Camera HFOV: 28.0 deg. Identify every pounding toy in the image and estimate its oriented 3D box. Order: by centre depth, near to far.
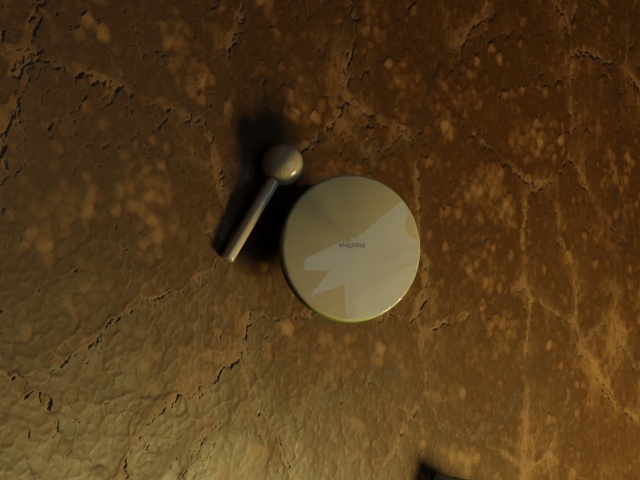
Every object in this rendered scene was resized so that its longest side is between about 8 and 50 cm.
[{"bbox_3d":[0.000,0.000,1.621,0.237,0.110,0.183,28,79,-14],"label":"pounding toy"}]

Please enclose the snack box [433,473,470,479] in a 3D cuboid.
[{"bbox_3d":[0.223,0.461,1.884,0.207,0.070,0.174,35,65,-41],"label":"snack box"}]
